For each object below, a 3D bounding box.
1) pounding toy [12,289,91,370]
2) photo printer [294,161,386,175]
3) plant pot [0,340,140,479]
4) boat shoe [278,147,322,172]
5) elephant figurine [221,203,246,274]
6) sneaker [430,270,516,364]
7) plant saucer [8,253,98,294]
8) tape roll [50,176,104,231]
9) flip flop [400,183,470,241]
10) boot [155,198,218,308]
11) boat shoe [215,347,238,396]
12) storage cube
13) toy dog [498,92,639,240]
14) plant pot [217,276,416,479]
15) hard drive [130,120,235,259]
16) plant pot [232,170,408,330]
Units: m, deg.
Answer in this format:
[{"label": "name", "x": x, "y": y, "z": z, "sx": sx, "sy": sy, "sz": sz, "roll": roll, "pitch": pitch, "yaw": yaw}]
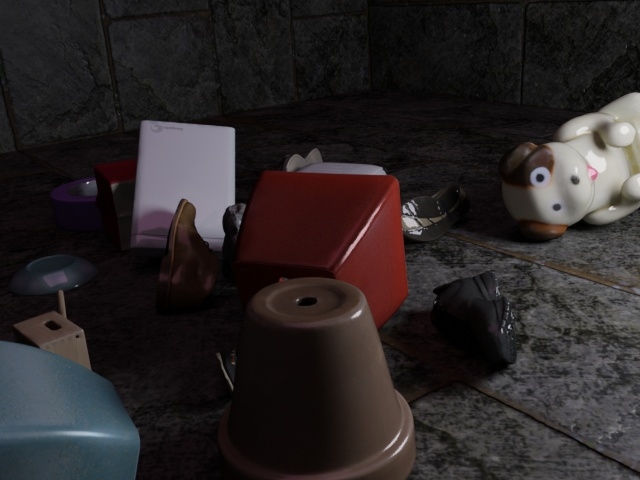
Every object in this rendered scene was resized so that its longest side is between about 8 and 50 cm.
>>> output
[{"label": "pounding toy", "x": -0.423, "y": 0.170, "z": 1.118, "sx": 0.100, "sy": 0.130, "sz": 0.141, "roll": -21, "pitch": 26, "yaw": -39}, {"label": "photo printer", "x": 0.014, "y": -0.124, "z": 1.879, "sx": 0.256, "sy": 0.107, "sz": 0.307, "roll": 5, "pitch": 23, "yaw": 24}, {"label": "plant pot", "x": -0.338, "y": 0.251, "z": 0.746, "sx": 0.252, "sy": 0.247, "sz": 0.247, "roll": 4, "pitch": 14, "yaw": -30}, {"label": "boat shoe", "x": -0.077, "y": -0.216, "z": 2.171, "sx": 0.095, "sy": 0.112, "sz": 0.335, "roll": -16, "pitch": 10, "yaw": 19}, {"label": "elephant figurine", "x": -0.079, "y": 0.000, "z": 1.466, "sx": 0.239, "sy": 0.169, "sz": 0.186, "roll": -8, "pitch": 17, "yaw": -19}, {"label": "sneaker", "x": 0.252, "y": 0.135, "z": 1.164, "sx": 0.130, "sy": 0.109, "sz": 0.286, "roll": -8, "pitch": 10, "yaw": 6}, {"label": "plant saucer", "x": -0.603, "y": 0.068, "z": 1.567, "sx": 0.195, "sy": 0.037, "sz": 0.195, "roll": -4, "pitch": 20, "yaw": 1}, {"label": "tape roll", "x": -0.619, "y": -0.111, "z": 1.984, "sx": 0.275, "sy": 0.090, "sz": 0.275, "roll": -4, "pitch": 20, "yaw": 1}, {"label": "flip flop", "x": 0.267, "y": -0.066, "z": 1.704, "sx": 0.080, "sy": 0.112, "sz": 0.277, "roll": -21, "pitch": 5, "yaw": 46}, {"label": "boot", "x": -0.272, "y": 0.029, "z": 1.466, "sx": 0.115, "sy": 0.112, "sz": 0.305, "roll": 5, "pitch": 42, "yaw": -9}, {"label": "boat shoe", "x": -0.135, "y": 0.205, "z": 1.089, "sx": 0.042, "sy": 0.049, "sz": 0.133, "roll": -16, "pitch": 18, "yaw": -11}, {"label": "storage cube", "x": -0.457, "y": -0.098, "z": 1.783, "sx": 0.215, "sy": 0.183, "sz": 0.193, "roll": -13, "pitch": 23, "yaw": -26}, {"label": "toy dog", "x": 0.590, "y": -0.165, "z": 1.655, "sx": 0.395, "sy": 0.284, "sz": 0.408, "roll": -2, "pitch": 15, "yaw": 45}, {"label": "plant pot", "x": -0.008, "y": 0.177, "z": 0.888, "sx": 0.263, "sy": 0.229, "sz": 0.263, "roll": -2, "pitch": 19, "yaw": 1}, {"label": "hard drive", "x": -0.320, "y": -0.124, "z": 1.653, "sx": 0.233, "sy": 0.047, "sz": 0.353, "roll": 3, "pitch": 61, "yaw": -12}, {"label": "plant pot", "x": -0.012, "y": 0.054, "z": 1.220, "sx": 0.267, "sy": 0.267, "sz": 0.236, "roll": 4, "pitch": 34, "yaw": 21}]
